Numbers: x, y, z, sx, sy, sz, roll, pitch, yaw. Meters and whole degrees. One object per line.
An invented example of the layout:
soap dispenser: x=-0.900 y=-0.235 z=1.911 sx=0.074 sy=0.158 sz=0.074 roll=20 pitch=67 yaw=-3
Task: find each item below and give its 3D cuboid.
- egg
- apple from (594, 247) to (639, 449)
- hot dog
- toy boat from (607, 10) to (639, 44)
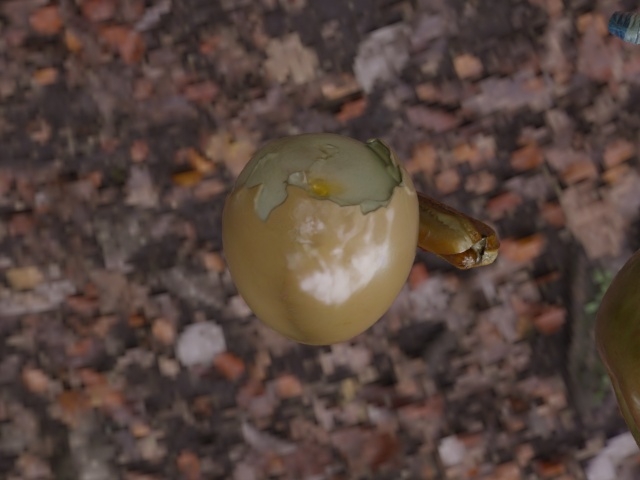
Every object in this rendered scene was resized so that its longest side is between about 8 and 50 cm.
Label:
egg: x=0.000 y=0.000 z=1.972 sx=0.201 sy=0.201 sz=0.244 roll=-8 pitch=130 yaw=-8
apple: x=0.441 y=0.121 z=2.090 sx=0.277 sy=0.319 sz=0.319 roll=-13 pitch=136 yaw=1
hot dog: x=0.111 y=-0.021 z=2.179 sx=0.092 sy=0.236 sz=0.062 roll=16 pitch=98 yaw=-33
toy boat: x=0.372 y=-0.214 z=2.046 sx=0.149 sy=0.105 sz=0.034 roll=12 pitch=106 yaw=-5
